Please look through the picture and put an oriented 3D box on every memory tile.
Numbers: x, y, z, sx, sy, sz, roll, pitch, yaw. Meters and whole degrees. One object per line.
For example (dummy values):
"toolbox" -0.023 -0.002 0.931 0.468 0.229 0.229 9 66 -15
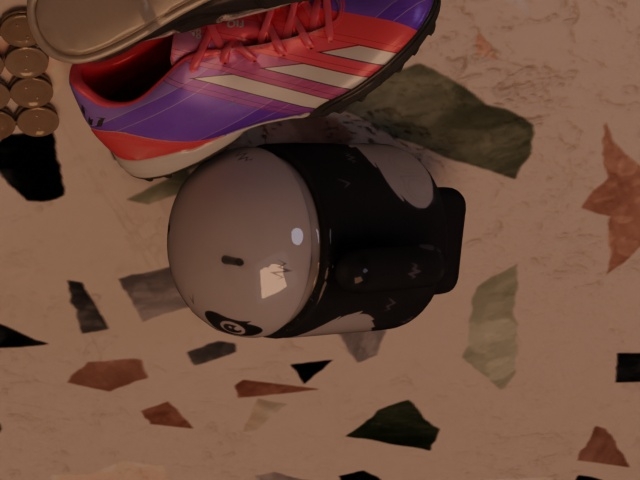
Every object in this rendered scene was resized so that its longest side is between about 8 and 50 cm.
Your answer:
"memory tile" -0.283 -0.138 1.614 0.113 0.012 0.148 -5 141 -5

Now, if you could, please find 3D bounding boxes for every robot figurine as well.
"robot figurine" -0.001 0.002 1.684 0.278 0.173 0.209 -2 154 -39

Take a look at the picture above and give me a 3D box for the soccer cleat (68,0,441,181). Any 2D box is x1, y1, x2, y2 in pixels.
"soccer cleat" -0.055 -0.154 1.573 0.318 0.108 0.116 -23 135 19

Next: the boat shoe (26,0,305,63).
"boat shoe" -0.072 -0.228 1.505 0.335 0.095 0.112 -18 104 4
